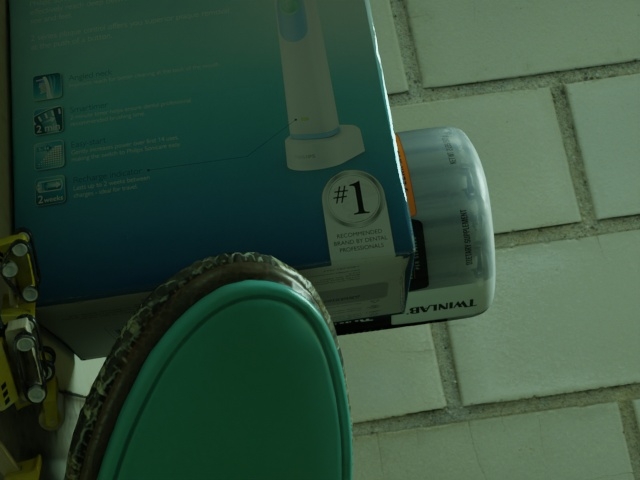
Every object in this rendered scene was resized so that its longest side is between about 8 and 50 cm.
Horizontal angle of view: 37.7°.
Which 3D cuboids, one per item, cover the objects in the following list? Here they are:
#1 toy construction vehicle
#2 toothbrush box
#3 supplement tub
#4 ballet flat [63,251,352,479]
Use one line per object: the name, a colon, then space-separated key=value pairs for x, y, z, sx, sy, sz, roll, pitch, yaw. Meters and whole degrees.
toy construction vehicle: x=-0.144 y=0.054 z=0.437 sx=0.086 sy=0.035 sz=0.098 roll=-127 pitch=-151 yaw=-65
toothbrush box: x=-0.072 y=-0.092 z=0.596 sx=0.126 sy=0.217 sz=0.295 roll=85 pitch=-5 yaw=-70
supplement tub: x=0.000 y=0.000 z=0.990 sx=0.207 sy=0.338 sz=0.207 roll=172 pitch=-90 yaw=-90
ballet flat: x=-0.071 y=0.240 z=0.536 sx=0.182 sy=0.164 sz=0.482 roll=-167 pitch=-106 yaw=-66
